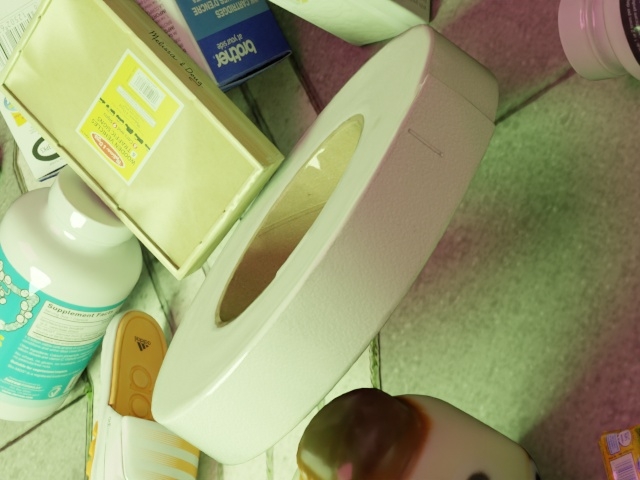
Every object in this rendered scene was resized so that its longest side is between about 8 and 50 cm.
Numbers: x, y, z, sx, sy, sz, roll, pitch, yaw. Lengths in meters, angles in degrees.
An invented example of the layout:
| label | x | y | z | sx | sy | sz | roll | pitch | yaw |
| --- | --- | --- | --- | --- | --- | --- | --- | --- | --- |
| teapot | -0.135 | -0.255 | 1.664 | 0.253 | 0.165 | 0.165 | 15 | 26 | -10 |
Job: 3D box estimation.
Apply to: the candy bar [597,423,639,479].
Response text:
| label | x | y | z | sx | sy | sz | roll | pitch | yaw |
| --- | --- | --- | --- | --- | --- | --- | --- | --- | --- |
| candy bar | 0.234 | 0.208 | 1.129 | 0.040 | 0.018 | 0.161 | -28 | 56 | 30 |

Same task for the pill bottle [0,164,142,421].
| label | x | y | z | sx | sy | sz | roll | pitch | yaw |
| --- | --- | --- | --- | --- | --- | --- | --- | --- | --- |
| pill bottle | -0.272 | 0.048 | 1.558 | 0.264 | 0.146 | 0.146 | -56 | 44 | 31 |

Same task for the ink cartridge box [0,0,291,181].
| label | x | y | z | sx | sy | sz | roll | pitch | yaw |
| --- | --- | --- | --- | --- | --- | --- | --- | --- | --- |
| ink cartridge box | -0.214 | -0.235 | 1.525 | 0.270 | 0.151 | 0.395 | -22 | 96 | 37 |

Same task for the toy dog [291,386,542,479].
| label | x | y | z | sx | sy | sz | roll | pitch | yaw |
| --- | --- | --- | --- | --- | --- | --- | --- | --- | --- |
| toy dog | 0.021 | 0.308 | 1.146 | 0.408 | 0.284 | 0.395 | -55 | 35 | 7 |

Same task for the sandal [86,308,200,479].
| label | x | y | z | sx | sy | sz | roll | pitch | yaw |
| --- | --- | --- | --- | --- | --- | --- | --- | --- | --- |
| sandal | -0.161 | 0.176 | 1.467 | 0.076 | 0.102 | 0.265 | -28 | 55 | 38 |

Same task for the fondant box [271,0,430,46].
| label | x | y | z | sx | sy | sz | roll | pitch | yaw |
| --- | --- | --- | --- | --- | --- | --- | --- | --- | --- |
| fondant box | -0.001 | -0.375 | 1.416 | 0.096 | 0.238 | 0.330 | -14 | 66 | 40 |

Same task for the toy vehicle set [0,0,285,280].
| label | x | y | z | sx | sy | sz | roll | pitch | yaw |
| --- | --- | --- | --- | --- | --- | --- | --- | --- | --- |
| toy vehicle set | -0.172 | -0.112 | 1.438 | 0.267 | 0.035 | 0.166 | 46 | 127 | 7 |

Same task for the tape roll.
| label | x | y | z | sx | sy | sz | roll | pitch | yaw |
| --- | --- | --- | --- | --- | --- | --- | --- | --- | --- |
| tape roll | 0.000 | 0.000 | 1.254 | 0.392 | 0.072 | 0.392 | -51 | 12 | 16 |

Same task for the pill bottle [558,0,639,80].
| label | x | y | z | sx | sy | sz | roll | pitch | yaw |
| --- | --- | --- | --- | --- | --- | --- | --- | --- | --- |
| pill bottle | 0.280 | -0.175 | 1.161 | 0.193 | 0.108 | 0.108 | -9 | 69 | 42 |
